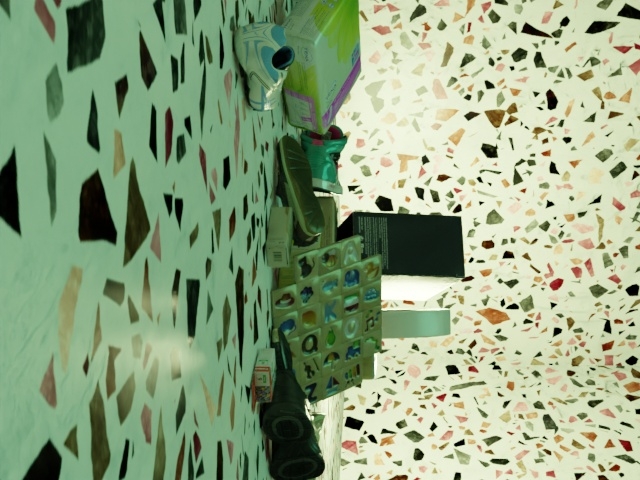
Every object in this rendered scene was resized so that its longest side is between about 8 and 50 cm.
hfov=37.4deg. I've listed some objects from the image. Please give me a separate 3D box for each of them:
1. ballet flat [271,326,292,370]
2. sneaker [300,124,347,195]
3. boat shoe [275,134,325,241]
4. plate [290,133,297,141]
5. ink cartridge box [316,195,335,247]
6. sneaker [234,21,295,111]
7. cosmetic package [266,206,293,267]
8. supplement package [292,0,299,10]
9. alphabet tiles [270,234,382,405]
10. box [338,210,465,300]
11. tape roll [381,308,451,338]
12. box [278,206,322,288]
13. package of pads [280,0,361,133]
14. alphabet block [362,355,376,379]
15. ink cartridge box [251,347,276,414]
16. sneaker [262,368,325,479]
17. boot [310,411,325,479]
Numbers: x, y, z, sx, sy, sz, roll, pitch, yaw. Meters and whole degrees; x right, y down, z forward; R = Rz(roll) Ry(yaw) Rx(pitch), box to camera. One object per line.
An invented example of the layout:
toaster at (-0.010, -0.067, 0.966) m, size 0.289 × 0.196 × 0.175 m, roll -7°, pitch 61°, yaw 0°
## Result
ballet flat at (-0.079, 0.253, 1.825) m, size 0.057 × 0.049 × 0.173 m, roll -32°, pitch 116°, yaw -72°
sneaker at (0.007, -0.213, 2.453) m, size 0.295 × 0.124 × 0.178 m, roll -2°, pitch 101°, yaw -84°
boat shoe at (-0.056, -0.103, 1.892) m, size 0.080 × 0.073 × 0.223 m, roll 8°, pitch 58°, yaw -50°
plate at (-0.055, -0.154, 2.204) m, size 0.188 × 0.024 × 0.188 m, roll -1°, pitch 90°, yaw -86°
ink cartridge box at (0.000, 0.000, 2.493) m, size 0.235 × 0.088 × 0.193 m, roll 68°, pitch 21°, yaw -79°
sneaker at (-0.080, -0.267, 1.489) m, size 0.237 × 0.086 × 0.085 m, roll 79°, pitch 10°, yaw -75°
cosmetic package at (-0.077, -0.007, 1.795) m, size 0.115 × 0.041 × 0.060 m, roll -85°, pitch 173°, yaw -48°
supplement package at (0.001, -0.617, 2.241) m, size 0.139 × 0.134 × 0.244 m, roll -84°, pitch 172°, yaw -60°
alphabet tiles at (0.019, 0.168, 1.929) m, size 0.011 × 0.285 × 0.342 m, roll 23°, pitch -58°, yaw 47°
box at (0.197, 0.051, 2.645) m, size 0.343 × 0.312 × 0.179 m, roll 134°, pitch -43°, yaw -70°
tape roll at (0.148, 0.217, 2.484) m, size 0.392 × 0.392 × 0.072 m, roll 30°, pitch 59°, yaw -85°
box at (-0.041, 0.036, 1.984) m, size 0.058 × 0.087 × 0.232 m, roll 87°, pitch 3°, yaw -56°
package of pads at (0.000, -0.396, 2.018) m, size 0.229 × 0.101 × 0.296 m, roll -60°, pitch 159°, yaw -29°
alphabet block at (0.028, 0.209, 2.150) m, size 0.192 × 0.197 × 0.193 m, roll 3°, pitch 86°, yaw -85°
ink cartridge box at (-0.096, 0.239, 1.605) m, size 0.115 × 0.029 × 0.063 m, roll -82°, pitch 171°, yaw -65°
sneaker at (-0.049, 0.351, 1.772) m, size 0.286 × 0.109 × 0.130 m, roll 88°, pitch -2°, yaw -45°
boot at (-0.034, 0.469, 2.105) m, size 0.213 × 0.077 × 0.165 m, roll 12°, pitch 77°, yaw -80°
